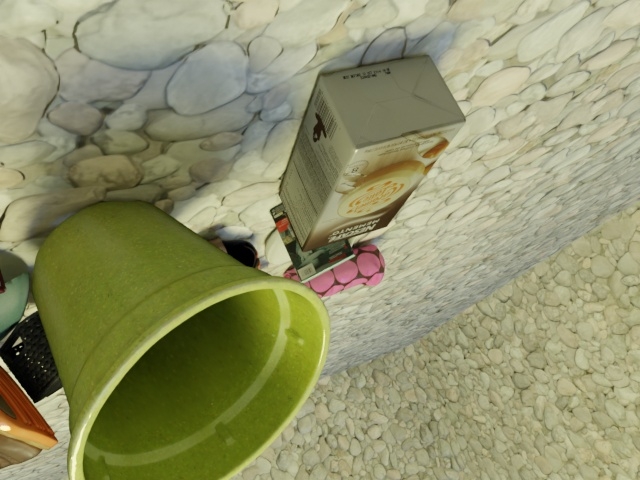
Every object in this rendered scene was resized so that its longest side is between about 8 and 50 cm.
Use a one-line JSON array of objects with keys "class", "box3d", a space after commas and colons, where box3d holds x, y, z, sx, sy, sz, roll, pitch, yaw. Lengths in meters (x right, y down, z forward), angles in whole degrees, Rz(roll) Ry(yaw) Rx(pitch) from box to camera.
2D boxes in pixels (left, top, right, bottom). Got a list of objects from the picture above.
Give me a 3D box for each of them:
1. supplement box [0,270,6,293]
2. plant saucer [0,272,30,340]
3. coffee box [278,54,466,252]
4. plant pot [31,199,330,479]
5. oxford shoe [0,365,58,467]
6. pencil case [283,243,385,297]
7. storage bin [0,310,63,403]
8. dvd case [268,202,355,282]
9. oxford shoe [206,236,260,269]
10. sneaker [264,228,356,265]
[{"class": "supplement box", "box3d": [-0.401, 0.015, 0.480, 0.130, 0.073, 0.239, -25, 161, -1]}, {"class": "plant saucer", "box3d": [-0.400, 0.116, 0.661, 0.195, 0.037, 0.195, -42, -170, 9]}, {"class": "coffee box", "box3d": [0.047, -0.094, 0.700, 0.141, 0.098, 0.246, -17, 160, -21]}, {"class": "plant pot", "box3d": [-0.174, 0.090, 0.614, 0.276, 0.254, 0.276, -29, 139, -28]}, {"class": "oxford shoe", "box3d": [-0.411, 0.240, 0.697, 0.132, 0.130, 0.364, -37, 175, -31]}, {"class": "pencil case", "box3d": [0.028, 0.078, 1.170, 0.209, 0.095, 0.098, -16, 125, -19]}, {"class": "storage bin", "box3d": [-0.314, 0.121, 0.773, 0.122, 0.084, 0.180, -39, 177, 37]}, {"class": "dvd case", "box3d": [-0.013, -0.011, 0.820, 0.087, 0.119, 0.013, -29, 161, 11]}, {"class": "oxford shoe", "box3d": [-0.125, 0.060, 0.923, 0.098, 0.097, 0.271, -34, 160, 10]}, {"class": "sneaker", "box3d": [0.000, 0.000, 0.910, 0.212, 0.094, 0.080, -34, 161, 28]}]
